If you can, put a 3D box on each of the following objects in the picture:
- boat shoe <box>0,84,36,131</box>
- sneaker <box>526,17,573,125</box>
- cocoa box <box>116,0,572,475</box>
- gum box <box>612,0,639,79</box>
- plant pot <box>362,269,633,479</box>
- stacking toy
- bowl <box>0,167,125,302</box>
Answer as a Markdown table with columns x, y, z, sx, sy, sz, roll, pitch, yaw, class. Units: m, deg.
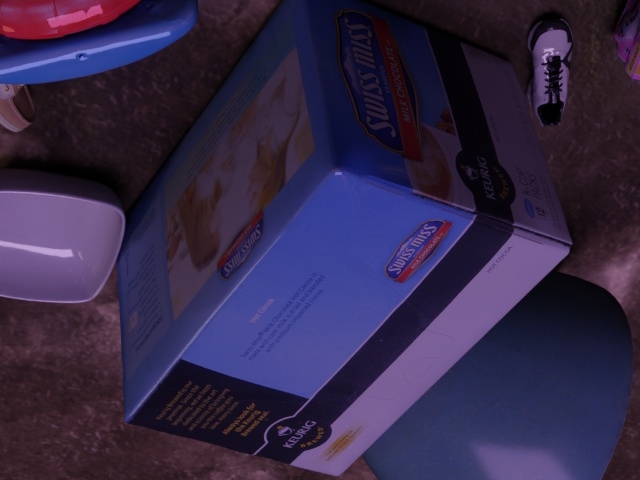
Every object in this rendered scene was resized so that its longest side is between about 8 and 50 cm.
| x | y | z | sx | sy | sz | roll | pitch | yaw | class |
| --- | --- | --- | --- | --- | --- | --- | --- | --- | --- |
| -0.255 | -0.141 | 1.204 | 0.045 | 0.050 | 0.135 | -12 | 139 | 10 | boat shoe |
| 0.202 | -0.145 | 1.298 | 0.040 | 0.044 | 0.109 | -8 | 137 | 0 | sneaker |
| 0.000 | 0.000 | 1.276 | 0.228 | 0.231 | 0.347 | 18 | 132 | -28 | cocoa box |
| 0.346 | -0.192 | 1.258 | 0.188 | 0.062 | 0.107 | 0 | 138 | -11 | gum box |
| 0.129 | 0.139 | 1.435 | 0.195 | 0.290 | 0.290 | 24 | 129 | -21 | plant pot |
| -0.198 | -0.269 | 0.996 | 0.175 | 0.166 | 0.302 | -14 | 134 | -1 | stacking toy |
| -0.253 | -0.010 | 1.350 | 0.142 | 0.053 | 0.142 | 9 | 136 | -19 | bowl |
